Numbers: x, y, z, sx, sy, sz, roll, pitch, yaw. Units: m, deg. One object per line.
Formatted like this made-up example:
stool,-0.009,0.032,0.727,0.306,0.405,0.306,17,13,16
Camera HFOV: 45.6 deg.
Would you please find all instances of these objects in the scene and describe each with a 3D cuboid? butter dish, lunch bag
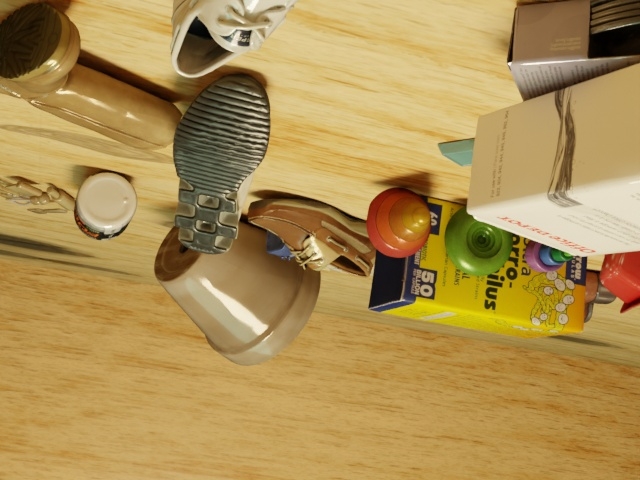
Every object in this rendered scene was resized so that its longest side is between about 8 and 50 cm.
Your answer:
butter dish,0.538,0.031,1.327,0.118,0.160,0.160,30,172,11
lunch bag,-0.069,-0.007,1.604,0.065,0.099,0.067,15,161,-41

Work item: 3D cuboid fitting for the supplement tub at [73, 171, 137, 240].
supplement tub,-0.439,-0.064,1.544,0.117,0.117,0.190,12,167,-17

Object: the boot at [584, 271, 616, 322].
boot,0.521,0.123,1.810,0.280,0.096,0.264,9,168,0

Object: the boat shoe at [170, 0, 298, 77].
boat shoe,-0.068,-0.213,0.695,0.095,0.084,0.258,15,166,-26

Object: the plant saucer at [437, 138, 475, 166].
plant saucer,0.256,-0.126,1.039,0.192,0.018,0.067,-4,163,42

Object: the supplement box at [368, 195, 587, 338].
supplement box,0.296,0.060,1.439,0.356,0.194,0.195,11,168,-13

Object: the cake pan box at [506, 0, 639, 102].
cake pan box,0.329,-0.153,0.749,0.245,0.070,0.267,0,166,26

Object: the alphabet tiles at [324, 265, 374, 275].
alphabet tiles,0.085,0.063,2.002,0.284,0.021,0.278,3,167,21

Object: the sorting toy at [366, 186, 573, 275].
sorting toy,0.265,-0.010,1.272,0.365,0.127,0.126,12,174,-12

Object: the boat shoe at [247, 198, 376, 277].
boat shoe,0.000,0.000,1.536,0.324,0.120,0.122,17,165,-35

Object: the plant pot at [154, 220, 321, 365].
plant pot,-0.209,0.078,1.713,0.323,0.323,0.280,-5,146,46

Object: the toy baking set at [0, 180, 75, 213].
toy baking set,-0.655,-0.101,1.741,0.196,0.030,0.256,9,168,10

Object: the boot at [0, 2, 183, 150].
boot,-0.276,-0.191,0.956,0.236,0.089,0.269,7,171,43

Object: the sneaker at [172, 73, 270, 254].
sneaker,-0.139,-0.132,1.074,0.122,0.146,0.331,17,142,-8

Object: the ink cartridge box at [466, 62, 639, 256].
ink cartridge box,0.306,-0.069,0.721,0.198,0.115,0.272,17,165,-33
